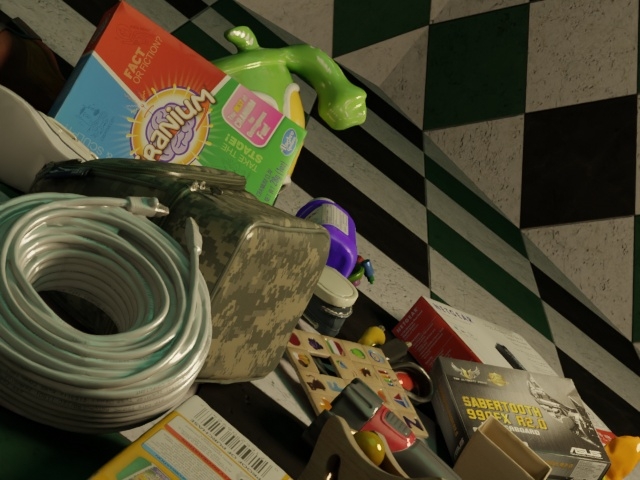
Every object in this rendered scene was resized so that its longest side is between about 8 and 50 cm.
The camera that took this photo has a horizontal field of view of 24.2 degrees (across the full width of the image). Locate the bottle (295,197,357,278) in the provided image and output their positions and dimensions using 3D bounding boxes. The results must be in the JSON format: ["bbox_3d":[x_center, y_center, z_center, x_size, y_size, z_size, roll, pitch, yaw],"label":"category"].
[{"bbox_3d":[0.000,0.000,2.323,0.092,0.118,0.283,37,14,-10],"label":"bottle"}]

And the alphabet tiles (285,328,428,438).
[{"bbox_3d":[0.055,0.211,1.912,0.198,0.009,0.237,17,33,-41],"label":"alphabet tiles"}]

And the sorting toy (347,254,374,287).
[{"bbox_3d":[0.059,0.059,2.461,0.102,0.061,0.042,-77,151,-68],"label":"sorting toy"}]

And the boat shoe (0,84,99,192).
[{"bbox_3d":[-0.342,-0.109,1.811,0.267,0.096,0.088,35,10,-24],"label":"boat shoe"}]

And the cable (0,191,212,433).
[{"bbox_3d":[-0.226,0.061,1.389,0.257,0.089,0.257,10,42,-25],"label":"cable"}]

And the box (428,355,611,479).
[{"bbox_3d":[0.281,0.260,2.140,0.231,0.056,0.183,12,34,-20],"label":"box"}]

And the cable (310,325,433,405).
[{"bbox_3d":[0.062,0.191,2.062,0.139,0.072,0.287,56,29,12],"label":"cable"}]

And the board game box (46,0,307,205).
[{"bbox_3d":[-0.199,-0.130,1.988,0.316,0.242,0.064,34,-26,-20],"label":"board game box"}]

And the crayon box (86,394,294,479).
[{"bbox_3d":[-0.101,0.258,1.266,0.203,0.083,0.323,41,12,5],"label":"crayon box"}]

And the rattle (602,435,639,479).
[{"bbox_3d":[0.400,0.348,2.237,0.200,0.143,0.130,34,31,-48],"label":"rattle"}]

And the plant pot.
[{"bbox_3d":[0.227,0.309,1.965,0.109,0.096,0.109,41,13,10],"label":"plant pot"}]

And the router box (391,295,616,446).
[{"bbox_3d":[0.310,0.246,2.434,0.335,0.082,0.301,22,22,-52],"label":"router box"}]

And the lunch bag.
[{"bbox_3d":[-0.167,0.016,1.657,0.256,0.212,0.305,26,8,20],"label":"lunch bag"}]

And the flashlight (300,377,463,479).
[{"bbox_3d":[0.117,0.297,1.726,0.304,0.103,0.103,45,-21,4],"label":"flashlight"}]

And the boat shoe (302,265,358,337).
[{"bbox_3d":[-0.046,0.044,2.128,0.254,0.079,0.095,38,26,32],"label":"boat shoe"}]

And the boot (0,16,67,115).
[{"bbox_3d":[-0.365,-0.160,2.014,0.280,0.096,0.264,49,9,-8],"label":"boot"}]

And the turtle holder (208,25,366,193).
[{"bbox_3d":[-0.118,-0.170,2.215,0.320,0.243,0.227,-17,81,-33],"label":"turtle holder"}]

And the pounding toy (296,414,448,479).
[{"bbox_3d":[0.059,0.273,1.498,0.155,0.154,0.269,28,17,-41],"label":"pounding toy"}]
